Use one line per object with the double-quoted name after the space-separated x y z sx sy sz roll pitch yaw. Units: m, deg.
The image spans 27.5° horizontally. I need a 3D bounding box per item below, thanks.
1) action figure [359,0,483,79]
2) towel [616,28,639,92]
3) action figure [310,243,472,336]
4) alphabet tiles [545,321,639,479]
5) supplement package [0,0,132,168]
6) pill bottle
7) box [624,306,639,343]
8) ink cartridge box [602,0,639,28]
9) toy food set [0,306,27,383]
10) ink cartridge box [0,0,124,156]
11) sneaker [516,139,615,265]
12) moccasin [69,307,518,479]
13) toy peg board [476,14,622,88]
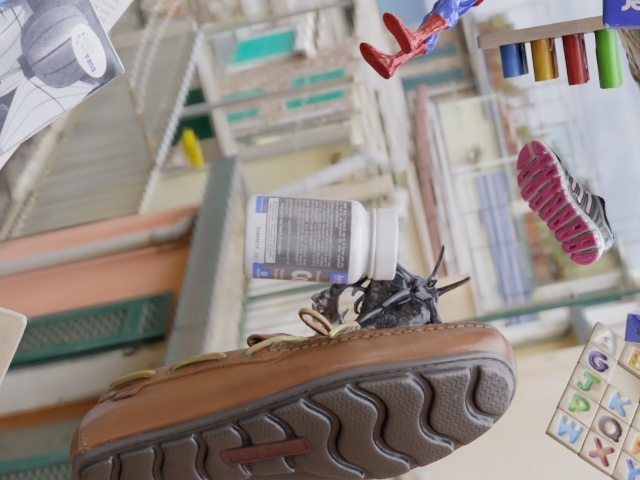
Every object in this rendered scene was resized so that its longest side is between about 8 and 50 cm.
0.139 -0.296 1.402 0.139 0.280 0.091 54 -33 4 "action figure"
0.470 -0.149 1.636 0.312 0.056 0.324 56 8 -42 "towel"
0.039 0.112 1.449 0.164 0.276 0.141 55 -10 15 "action figure"
0.371 0.211 1.410 0.198 0.237 0.009 -52 174 -48 "alphabet tiles"
-0.291 -0.195 1.019 0.177 0.293 0.175 31 15 -44 "supplement package"
0.000 0.000 1.188 0.078 0.137 0.078 -176 -90 -90 "pill bottle"
0.306 0.073 1.098 0.136 0.081 0.028 -11 107 -64 "box"
0.382 -0.328 1.138 0.151 0.270 0.395 -52 140 -66 "ink cartridge box"
-0.452 0.214 1.555 0.219 0.092 0.306 -64 179 12 "toy food set"
-0.269 -0.063 0.641 0.065 0.333 0.165 40 -19 41 "ink cartridge box"
0.299 -0.046 1.577 0.075 0.063 0.170 -6 60 -50 "sneaker"
-0.023 0.132 1.095 0.139 0.380 0.147 58 24 -33 "moccasin"
0.267 -0.202 1.456 0.161 0.161 0.079 -30 111 -74 "toy peg board"
